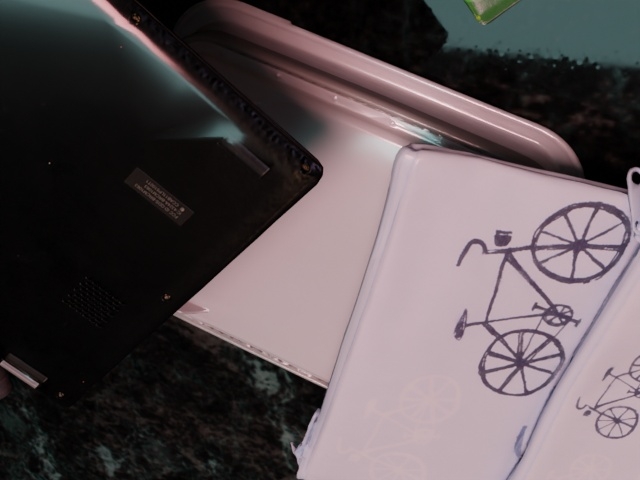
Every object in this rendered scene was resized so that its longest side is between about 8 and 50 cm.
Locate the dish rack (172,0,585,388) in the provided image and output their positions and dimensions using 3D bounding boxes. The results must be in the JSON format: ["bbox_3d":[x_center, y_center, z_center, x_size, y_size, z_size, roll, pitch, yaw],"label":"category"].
[{"bbox_3d":[0.000,0.000,0.634,0.333,0.072,0.285,24,123,9],"label":"dish rack"}]

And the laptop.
[{"bbox_3d":[-0.264,-0.092,0.580,0.382,0.236,0.408,40,117,-19],"label":"laptop"}]

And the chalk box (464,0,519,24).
[{"bbox_3d":[0.141,-0.233,0.409,0.213,0.132,0.132,-33,101,33],"label":"chalk box"}]

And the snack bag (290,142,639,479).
[{"bbox_3d":[0.173,0.098,0.580,0.342,0.037,0.323,14,124,-3],"label":"snack bag"}]

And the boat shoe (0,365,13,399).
[{"bbox_3d":[-0.422,0.174,0.907,0.228,0.080,0.076,-25,104,24],"label":"boat shoe"}]
